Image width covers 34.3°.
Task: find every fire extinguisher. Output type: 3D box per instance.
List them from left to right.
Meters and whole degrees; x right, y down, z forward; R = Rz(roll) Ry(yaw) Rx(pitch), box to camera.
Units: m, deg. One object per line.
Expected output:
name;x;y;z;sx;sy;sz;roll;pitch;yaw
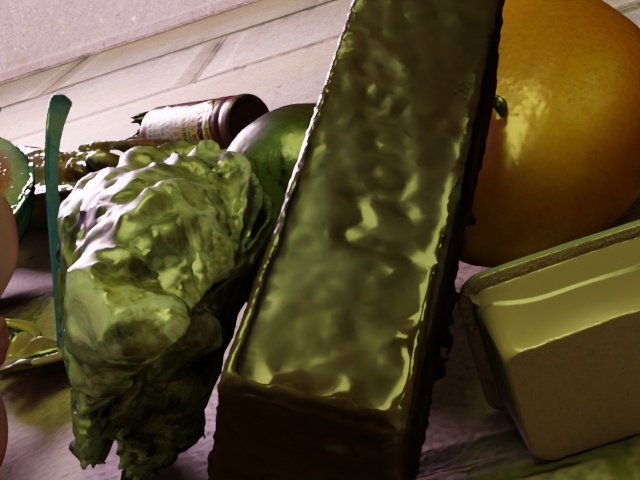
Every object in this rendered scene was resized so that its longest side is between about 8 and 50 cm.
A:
fire extinguisher;-0.158;-0.130;1.276;0.252;0.075;0.106;-1;-1;44

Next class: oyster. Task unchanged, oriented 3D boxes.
oyster;-0.096;0.032;0.555;0.267;0.112;0.198;125;161;-55

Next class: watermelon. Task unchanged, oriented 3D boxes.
watermelon;-0.325;-0.015;0.996;0.146;0.128;0.231;-36;39;-9

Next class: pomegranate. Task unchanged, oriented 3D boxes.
pomegranate;0.000;0.000;0.685;0.131;0.152;0.191;-15;40;-8

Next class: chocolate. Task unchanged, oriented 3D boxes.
chocolate;0.029;-0.021;0.540;0.112;0.112;0.321;12;52;8

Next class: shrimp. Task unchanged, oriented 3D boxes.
shrimp;-0.283;-0.062;1.167;0.221;0.109;0.446;-9;11;-38

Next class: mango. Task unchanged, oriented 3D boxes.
mango;0.151;-0.075;0.729;0.187;0.138;0.257;9;41;4

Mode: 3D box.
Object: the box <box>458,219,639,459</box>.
box;0.137;0.049;0.499;0.122;0.089;0.062;-19;31;2

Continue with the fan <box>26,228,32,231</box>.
fan;-0.471;0.055;1.147;0.223;0.012;0.294;-10;22;26

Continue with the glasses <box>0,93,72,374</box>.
glasses;-0.228;-0.001;0.832;0.088;0.220;0.190;16;-8;-40

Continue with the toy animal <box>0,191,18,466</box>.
toy animal;-0.282;0.024;0.630;0.247;0.345;0.278;-20;-13;29
